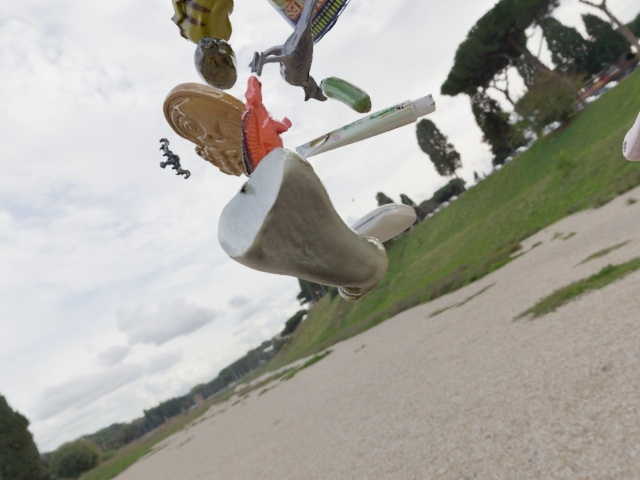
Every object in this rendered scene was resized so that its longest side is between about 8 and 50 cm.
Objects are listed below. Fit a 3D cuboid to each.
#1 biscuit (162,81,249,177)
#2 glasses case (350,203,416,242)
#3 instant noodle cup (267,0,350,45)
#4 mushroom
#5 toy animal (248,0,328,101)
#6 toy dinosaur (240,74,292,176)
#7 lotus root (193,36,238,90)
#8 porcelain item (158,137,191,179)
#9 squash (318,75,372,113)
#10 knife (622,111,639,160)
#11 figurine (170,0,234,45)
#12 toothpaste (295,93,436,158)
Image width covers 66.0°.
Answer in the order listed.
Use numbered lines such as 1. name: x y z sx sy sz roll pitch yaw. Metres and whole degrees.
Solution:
1. biscuit: -0.197 -0.204 0.985 0.202 0.044 0.288 10 -24 12
2. glasses case: 0.124 -0.030 1.054 0.081 0.051 0.204 7 -20 -27
3. instant noodle cup: -0.075 -0.831 1.581 0.284 0.312 0.284 -44 25 27
4. mushroom: 0.000 0.000 0.702 0.159 0.122 0.329 -27 -33 26
5. toy animal: -0.078 -0.467 1.239 0.206 0.081 0.367 -20 -29 -11
6. toy dinosaur: -0.079 -0.106 0.766 0.070 0.286 0.139 -6 25 12
7. lotus root: -0.282 -0.474 1.324 0.120 0.120 0.209 -31 -12 -1
8. porcelain item: -0.438 -0.228 1.427 0.021 0.136 0.075 -23 16 39
9. squash: 0.079 -0.464 1.555 0.068 0.219 0.077 -27 -42 -35
10. knife: 0.667 -0.293 0.971 0.043 0.081 0.336 6 -36 16
11. figurine: -0.332 -0.706 1.377 0.169 0.218 0.326 -45 -21 -51
12. toothpaste: 0.095 -0.243 1.071 0.314 0.056 0.058 -20 -12 3
